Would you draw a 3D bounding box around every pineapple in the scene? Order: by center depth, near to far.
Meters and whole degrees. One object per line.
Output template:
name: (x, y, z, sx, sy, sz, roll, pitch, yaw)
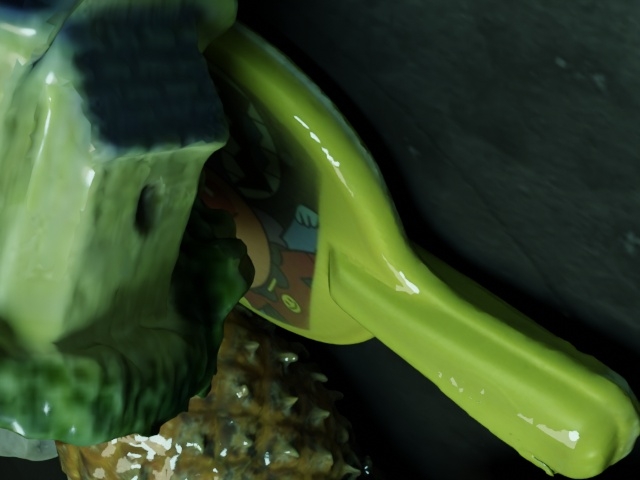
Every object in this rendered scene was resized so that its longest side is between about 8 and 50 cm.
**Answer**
pineapple: (-0.012, 0.145, 1.079, 0.279, 0.157, 0.158, 36, 156, -17)

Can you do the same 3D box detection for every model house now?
model house: (-0.160, -0.096, 0.805, 0.321, 0.261, 0.266, 21, 107, 21)

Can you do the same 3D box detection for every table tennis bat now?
table tennis bat: (0.000, 0.000, 0.913, 0.369, 0.054, 0.224, 35, 152, 19)

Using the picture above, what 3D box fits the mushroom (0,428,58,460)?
mushroom: (-0.234, 0.014, 1.149, 0.122, 0.159, 0.328, -111, 4, -47)
